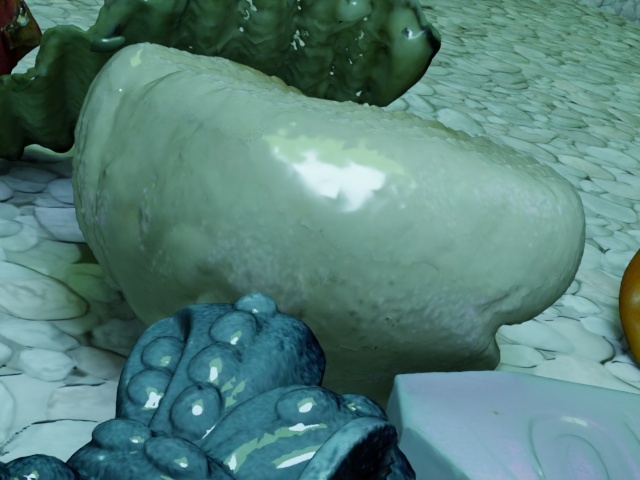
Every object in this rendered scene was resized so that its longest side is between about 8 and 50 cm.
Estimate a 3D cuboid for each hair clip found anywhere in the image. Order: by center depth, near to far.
[{"bbox_3d":[-0.073,0.144,0.444,0.206,0.194,0.310,15,23,32],"label":"hair clip"}]

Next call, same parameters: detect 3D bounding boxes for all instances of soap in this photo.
[{"bbox_3d":[0.200,0.183,0.567,0.347,0.115,0.208,11,24,-7],"label":"soap"}]

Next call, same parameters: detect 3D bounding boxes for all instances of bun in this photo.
[{"bbox_3d":[0.000,0.000,0.727,0.365,0.219,0.365,16,12,-4],"label":"bun"}]

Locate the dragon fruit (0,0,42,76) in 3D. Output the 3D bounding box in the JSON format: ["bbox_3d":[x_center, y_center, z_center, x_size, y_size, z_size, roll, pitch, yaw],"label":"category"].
[{"bbox_3d":[-0.393,-0.199,0.932,0.250,0.250,0.315,0,8,-30],"label":"dragon fruit"}]

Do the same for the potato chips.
[{"bbox_3d":[-0.109,-0.150,0.926,0.373,0.389,0.097,1,70,-35],"label":"potato chips"}]

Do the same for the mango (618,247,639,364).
[{"bbox_3d":[0.358,0.055,0.952,0.141,0.102,0.217,27,29,13],"label":"mango"}]
